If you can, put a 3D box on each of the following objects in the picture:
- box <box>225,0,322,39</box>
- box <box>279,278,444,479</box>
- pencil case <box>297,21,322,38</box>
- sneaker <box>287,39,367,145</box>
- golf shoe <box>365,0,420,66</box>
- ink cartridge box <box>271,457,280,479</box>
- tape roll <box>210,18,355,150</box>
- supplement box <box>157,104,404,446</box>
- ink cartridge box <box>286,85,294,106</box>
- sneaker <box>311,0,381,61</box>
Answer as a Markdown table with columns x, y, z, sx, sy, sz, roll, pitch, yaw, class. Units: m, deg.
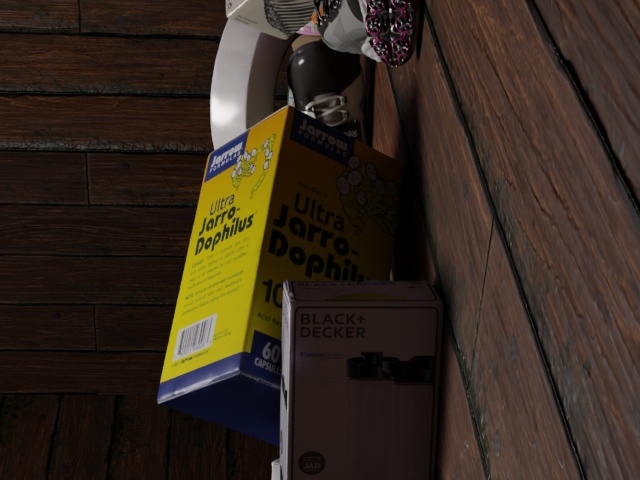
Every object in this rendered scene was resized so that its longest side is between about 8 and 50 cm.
| x | y | z | sx | sy | sz | roll | pitch | yaw | class |
| --- | --- | --- | --- | --- | --- | --- | --- | --- | --- |
| -0.012 | -0.385 | 1.722 | 0.275 | 0.113 | 0.094 | -30 | 54 | 48 | box |
| 0.040 | 0.191 | 1.387 | 0.087 | 0.169 | 0.289 | -108 | 20 | -76 | box |
| 0.016 | -0.493 | 1.871 | 0.160 | 0.167 | 0.386 | -58 | -26 | -67 | pencil case |
| 0.026 | -0.166 | 2.009 | 0.330 | 0.122 | 0.146 | 77 | -179 | -49 | sneaker |
| 0.095 | -0.304 | 1.532 | 0.086 | 0.067 | 0.186 | -23 | -69 | -57 | golf shoe |
| 0.020 | 0.329 | 1.577 | 0.212 | 0.093 | 0.154 | -13 | -74 | -64 | ink cartridge box |
| -0.055 | -0.252 | 2.111 | 0.392 | 0.072 | 0.392 | -35 | -50 | -56 | tape roll |
| -0.044 | 0.049 | 1.583 | 0.195 | 0.194 | 0.356 | -25 | 48 | 49 | supplement box |
| -0.012 | -0.253 | 2.496 | 0.209 | 0.109 | 0.062 | 97 | 173 | -55 | ink cartridge box |
| 0.038 | -0.302 | 1.655 | 0.271 | 0.108 | 0.100 | 70 | -157 | -76 | sneaker |
